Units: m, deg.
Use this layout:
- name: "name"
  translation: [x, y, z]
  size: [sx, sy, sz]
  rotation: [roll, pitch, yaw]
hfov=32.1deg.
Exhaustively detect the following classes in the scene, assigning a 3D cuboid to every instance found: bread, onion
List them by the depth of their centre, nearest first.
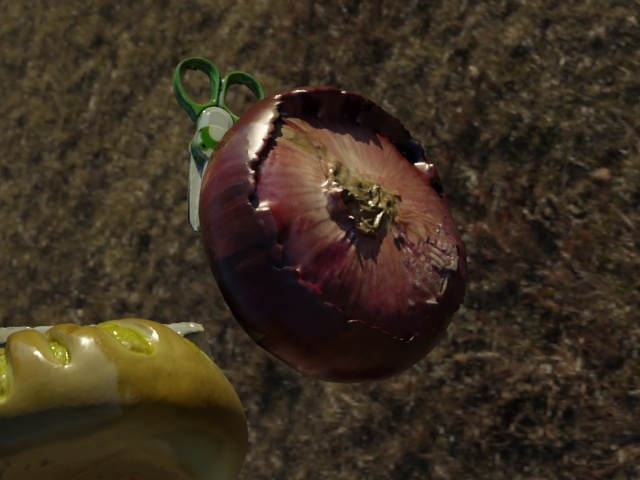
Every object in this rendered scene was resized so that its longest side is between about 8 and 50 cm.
- name: "onion"
  translation: [0.009, -0.003, 0.882]
  size: [0.161, 0.248, 0.248]
  rotation: [121, 141, -53]
- name: "bread"
  translation: [-0.235, 0.185, 1.045]
  size: [0.333, 0.333, 0.160]
  rotation: [-45, 41, 33]

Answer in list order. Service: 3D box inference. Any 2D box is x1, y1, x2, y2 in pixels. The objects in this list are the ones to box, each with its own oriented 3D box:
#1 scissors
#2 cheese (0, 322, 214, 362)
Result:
- name: "scissors"
  translation: [-0.112, -0.097, 1.135]
  size: [0.027, 0.101, 0.204]
  rotation: [131, 150, -53]
- name: "cheese"
  translation: [-0.330, 0.133, 1.361]
  size: [0.400, 0.085, 0.034]
  rotation: [-3, 52, 9]
